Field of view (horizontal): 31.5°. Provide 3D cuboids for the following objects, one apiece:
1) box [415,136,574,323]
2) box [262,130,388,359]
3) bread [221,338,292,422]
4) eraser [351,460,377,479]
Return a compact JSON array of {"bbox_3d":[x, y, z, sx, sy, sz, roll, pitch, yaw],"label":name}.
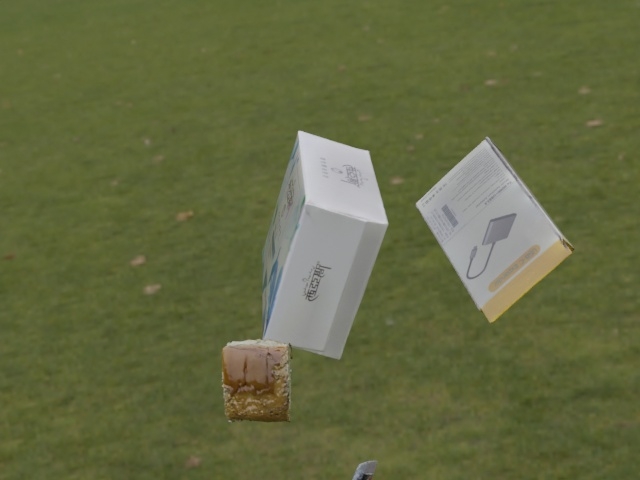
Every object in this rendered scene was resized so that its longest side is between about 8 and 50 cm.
[{"bbox_3d":[0.206,-0.011,1.350,0.129,0.033,0.247,-42,38,15],"label":"box"},{"bbox_3d":[-0.002,-0.001,1.527,0.116,0.203,0.274,15,23,-10],"label":"box"},{"bbox_3d":[-0.063,0.142,1.152,0.070,0.083,0.077,-3,2,2],"label":"bread"},{"bbox_3d":[0.046,0.328,1.464,0.019,0.099,0.027,23,4,32],"label":"eraser"}]
